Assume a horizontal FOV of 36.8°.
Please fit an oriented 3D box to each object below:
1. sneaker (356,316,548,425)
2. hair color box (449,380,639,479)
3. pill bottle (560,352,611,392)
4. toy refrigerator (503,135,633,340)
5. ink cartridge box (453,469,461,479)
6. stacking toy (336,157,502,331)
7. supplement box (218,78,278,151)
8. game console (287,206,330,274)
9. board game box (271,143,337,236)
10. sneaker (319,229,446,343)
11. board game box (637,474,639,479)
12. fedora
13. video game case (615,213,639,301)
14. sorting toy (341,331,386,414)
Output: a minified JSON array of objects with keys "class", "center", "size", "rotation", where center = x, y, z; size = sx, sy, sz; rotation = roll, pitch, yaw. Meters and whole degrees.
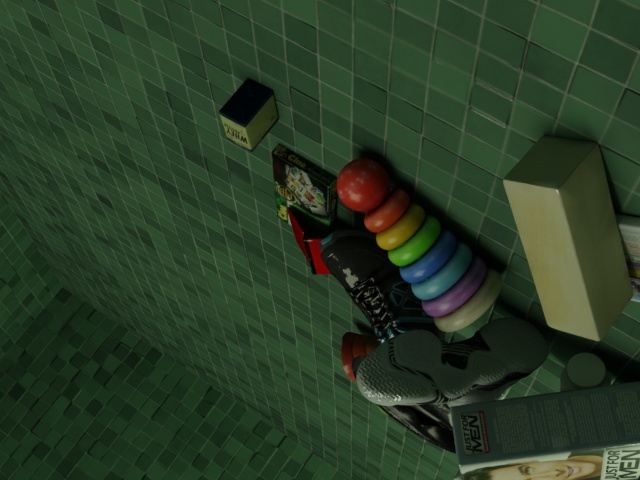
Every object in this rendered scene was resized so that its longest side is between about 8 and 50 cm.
[{"class":"sneaker","center":[0.217,0.257,1.725],"size":[0.210,0.365,0.137],"rotation":[111,142,-50]},{"class":"hair color box","center":[0.421,0.344,1.649],"size":[0.374,0.114,0.185],"rotation":[-9,145,8]},{"class":"pill bottle","center":[0.472,0.265,1.718],"size":[0.087,0.087,0.160],"rotation":[25,155,28]},{"class":"toy refrigerator","center":[0.336,-0.001,1.301],"size":[0.094,0.102,0.269],"rotation":[16,141,44]},{"class":"ink cartridge box","center":[0.414,0.505,2.182],"size":[0.128,0.176,0.127],"rotation":[37,159,-1]},{"class":"stacking toy","center":[0.150,-0.002,1.617],"size":[0.330,0.141,0.141],"rotation":[45,158,-11]},{"class":"supplement box","center":[-0.122,-0.214,1.653],"size":[0.056,0.083,0.083],"rotation":[30,159,20]},{"class":"game console","center":[0.000,0.000,1.931],"size":[0.124,0.085,0.144],"rotation":[-1,150,8]},{"class":"board game box","center":[-0.030,-0.081,1.867],"size":[0.136,0.030,0.260],"rotation":[30,158,12]},{"class":"sneaker","center":[0.128,0.111,1.825],"size":[0.125,0.140,0.341],"rotation":[-32,119,33]},{"class":"board game box","center":[0.593,0.409,1.483],"size":[0.254,0.336,0.079],"rotation":[48,156,-28]},{"class":"fedora","center":[0.237,0.317,2.100],"size":[0.334,0.152,0.334],"rotation":[32,158,15]},{"class":"video game case","center":[0.451,0.030,1.354],"size":[0.201,0.023,0.183],"rotation":[13,148,44]},{"class":"sorting toy","center":[0.191,0.337,2.336],"size":[0.126,0.127,0.365],"rotation":[-17,132,28]}]
